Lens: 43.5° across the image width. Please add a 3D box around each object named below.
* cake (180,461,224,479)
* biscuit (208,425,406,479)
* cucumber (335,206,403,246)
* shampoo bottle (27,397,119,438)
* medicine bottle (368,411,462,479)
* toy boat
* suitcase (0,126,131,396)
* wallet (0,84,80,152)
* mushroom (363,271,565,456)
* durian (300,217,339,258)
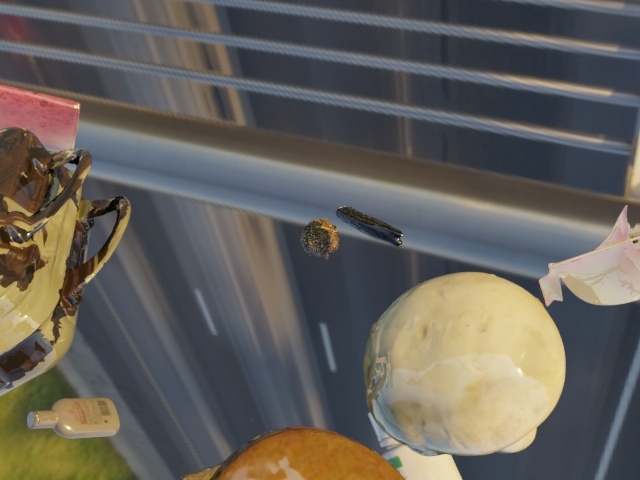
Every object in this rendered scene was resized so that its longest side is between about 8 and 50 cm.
[{"bbox_3d":[-0.156,0.405,1.072,0.207,0.178,0.185,-158,51,-73],"label":"cake"},{"bbox_3d":[0.049,0.305,0.411,0.064,0.282,0.432,132,117,-71],"label":"biscuit"},{"bbox_3d":[0.086,-0.025,1.416,0.134,0.034,0.033,28,123,31],"label":"cucumber"},{"bbox_3d":[-0.449,0.324,1.461,0.165,0.080,0.040,8,133,-44],"label":"shampoo bottle"},{"bbox_3d":[0.194,0.441,1.639,0.237,0.139,0.139,65,148,17],"label":"medicine bottle"},{"bbox_3d":[0.525,0.050,1.355,0.219,0.318,0.072,56,169,-22],"label":"toy boat"},{"bbox_3d":[-0.356,0.032,0.837,0.339,0.352,0.194,-27,121,4],"label":"suitcase"},{"bbox_3d":[-0.527,-0.211,1.345,0.232,0.025,0.119,11,138,-18],"label":"wallet"},{"bbox_3d":[0.243,0.218,1.262,0.314,0.315,0.336,-2,147,33],"label":"mushroom"},{"bbox_3d":[0.000,0.000,1.546,0.080,0.080,0.091,1,121,31],"label":"durian"}]
